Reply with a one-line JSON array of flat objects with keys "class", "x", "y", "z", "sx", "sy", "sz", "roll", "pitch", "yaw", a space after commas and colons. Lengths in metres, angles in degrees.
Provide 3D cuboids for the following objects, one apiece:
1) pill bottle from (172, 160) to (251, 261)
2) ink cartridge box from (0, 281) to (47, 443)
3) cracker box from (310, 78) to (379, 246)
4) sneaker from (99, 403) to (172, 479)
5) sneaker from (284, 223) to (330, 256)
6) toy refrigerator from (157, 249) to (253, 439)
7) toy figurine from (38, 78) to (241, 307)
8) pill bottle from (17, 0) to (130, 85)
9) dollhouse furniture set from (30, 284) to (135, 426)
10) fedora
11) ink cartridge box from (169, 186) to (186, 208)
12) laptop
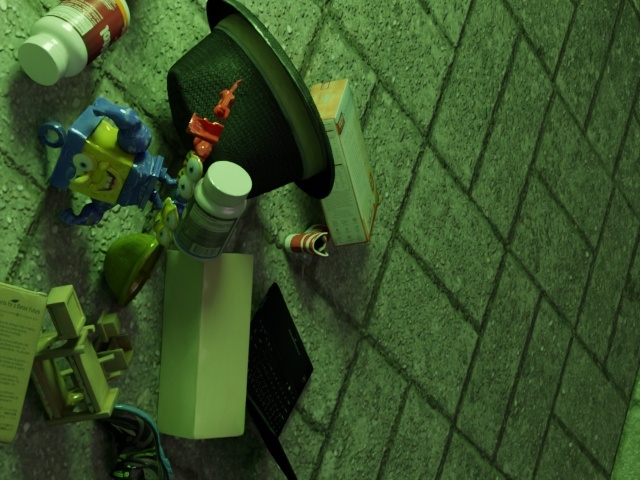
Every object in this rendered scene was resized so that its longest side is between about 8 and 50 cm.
[{"class": "pill bottle", "x": -0.150, "y": -0.041, "z": 2.119, "sx": 0.078, "sy": 0.078, "sz": 0.137, "roll": -38, "pitch": 164, "yaw": -48}, {"class": "ink cartridge box", "x": -0.445, "y": 0.133, "z": 1.798, "sx": 0.234, "sy": 0.088, "sz": 0.193, "roll": 25, "pitch": 75, "yaw": -60}, {"class": "cracker box", "x": 0.033, "y": -0.128, "z": 2.482, "sx": 0.156, "sy": 0.067, "sz": 0.232, "roll": -72, "pitch": 151, "yaw": -60}, {"class": "sneaker", "x": -0.263, "y": 0.301, "z": 2.124, "sx": 0.078, "sy": 0.067, "sz": 0.188, "roll": -59, "pitch": 141, "yaw": -43}, {"class": "sneaker", "x": 0.000, "y": 0.000, "z": 2.486, "sx": 0.118, "sy": 0.067, "sz": 0.042, "roll": -21, "pitch": 110, "yaw": -53}, {"class": "toy refrigerator", "x": -0.172, "y": 0.151, "z": 2.225, "sx": 0.102, "sy": 0.094, "sz": 0.270, "roll": 2, "pitch": 91, "yaw": -47}, {"class": "toy figurine", "x": -0.276, "y": -0.098, "z": 2.024, "sx": 0.362, "sy": 0.217, "sz": 0.191, "roll": -58, "pitch": -170, "yaw": 45}, {"class": "pill bottle", "x": -0.322, "y": -0.267, "z": 1.969, "sx": 0.152, "sy": 0.086, "sz": 0.086, "roll": -50, "pitch": 132, "yaw": -40}, {"class": "dollhouse furniture set", "x": -0.336, "y": 0.123, "z": 2.011, "sx": 0.161, "sy": 0.101, "sz": 0.182, "roll": -77, "pitch": 153, "yaw": -60}, {"class": "fedora", "x": -0.119, "y": -0.177, "z": 2.175, "sx": 0.152, "sy": 0.334, "sz": 0.334, "roll": -33, "pitch": 125, "yaw": -14}, {"class": "ink cartridge box", "x": -0.188, "y": -0.037, "z": 2.221, "sx": 0.028, "sy": 0.048, "sz": 0.083, "roll": -34, "pitch": 121, "yaw": -50}, {"class": "laptop", "x": -0.043, "y": 0.245, "z": 2.357, "sx": 0.264, "sy": 0.136, "sz": 0.234, "roll": -61, "pitch": 148, "yaw": -33}]
